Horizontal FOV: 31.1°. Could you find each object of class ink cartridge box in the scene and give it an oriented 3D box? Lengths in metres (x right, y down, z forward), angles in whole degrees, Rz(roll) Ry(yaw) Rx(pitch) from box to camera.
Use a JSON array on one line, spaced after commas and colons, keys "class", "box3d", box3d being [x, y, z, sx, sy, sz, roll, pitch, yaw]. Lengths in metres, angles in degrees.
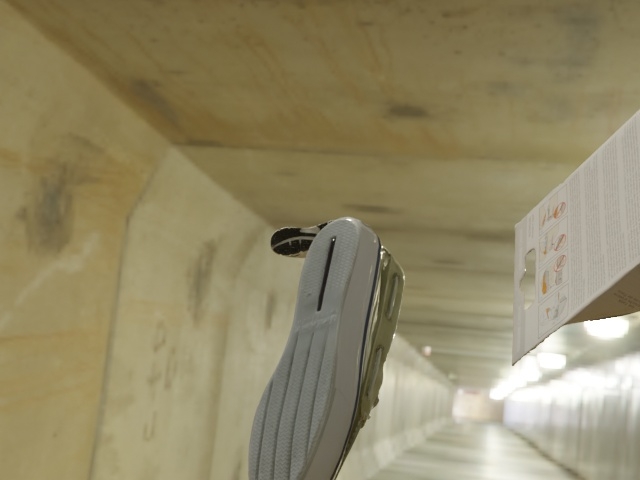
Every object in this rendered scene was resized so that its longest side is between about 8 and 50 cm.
[{"class": "ink cartridge box", "box3d": [0.253, -0.003, 1.009, 0.224, 0.056, 0.181, -52, 20, 44]}]

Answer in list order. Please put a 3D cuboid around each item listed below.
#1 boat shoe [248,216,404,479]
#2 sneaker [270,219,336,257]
[{"class": "boat shoe", "box3d": [0.019, 0.123, 1.068, 0.094, 0.109, 0.302, 33, -119, -32]}, {"class": "sneaker", "box3d": [0.000, 0.000, 1.281, 0.044, 0.109, 0.040, 67, -156, -80]}]
